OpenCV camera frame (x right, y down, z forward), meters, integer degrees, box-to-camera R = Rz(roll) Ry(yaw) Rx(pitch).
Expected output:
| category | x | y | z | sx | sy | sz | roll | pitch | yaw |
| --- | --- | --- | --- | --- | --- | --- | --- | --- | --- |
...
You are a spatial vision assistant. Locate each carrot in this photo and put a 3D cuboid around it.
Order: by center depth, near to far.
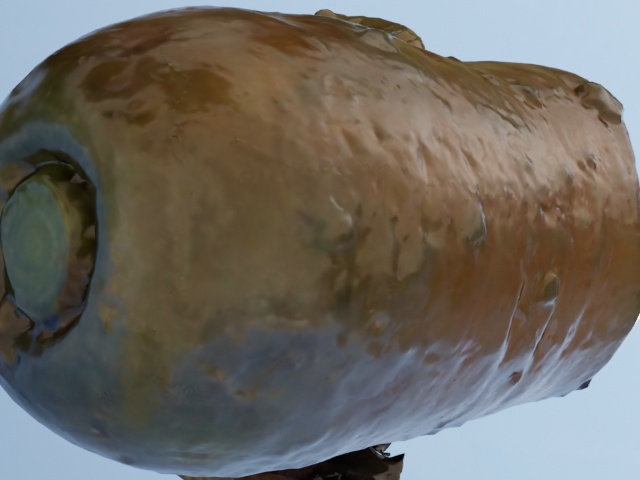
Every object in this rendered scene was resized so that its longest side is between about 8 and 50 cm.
| category | x | y | z | sx | sy | sz | roll | pitch | yaw |
| --- | --- | --- | --- | --- | --- | --- | --- | --- | --- |
| carrot | 0.000 | 0.000 | 0.917 | 0.340 | 0.224 | 0.224 | 1 | -137 | -42 |

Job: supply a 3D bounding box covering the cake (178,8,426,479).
| category | x | y | z | sx | sy | sz | roll | pitch | yaw |
| --- | --- | --- | --- | --- | --- | --- | --- | --- | --- |
| cake | -0.027 | 0.031 | 1.401 | 0.332 | 0.321 | 0.332 | -15 | -156 | 7 |
